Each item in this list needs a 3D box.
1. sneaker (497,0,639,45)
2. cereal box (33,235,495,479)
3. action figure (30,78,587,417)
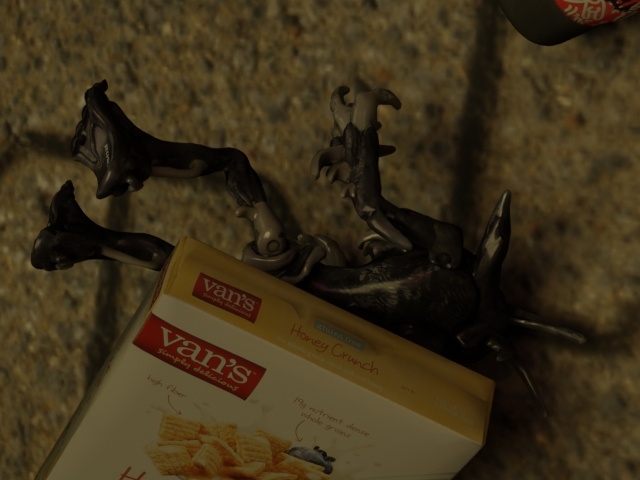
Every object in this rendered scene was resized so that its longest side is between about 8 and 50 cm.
[{"bbox_3d":[0.128,-0.244,0.859,0.145,0.090,0.270,-23,79,35],"label":"sneaker"},{"bbox_3d":[-0.041,0.114,0.906,0.240,0.173,0.047,-55,13,46],"label":"cereal box"},{"bbox_3d":[0.000,0.000,0.912,0.276,0.141,0.164,19,124,-6],"label":"action figure"}]
